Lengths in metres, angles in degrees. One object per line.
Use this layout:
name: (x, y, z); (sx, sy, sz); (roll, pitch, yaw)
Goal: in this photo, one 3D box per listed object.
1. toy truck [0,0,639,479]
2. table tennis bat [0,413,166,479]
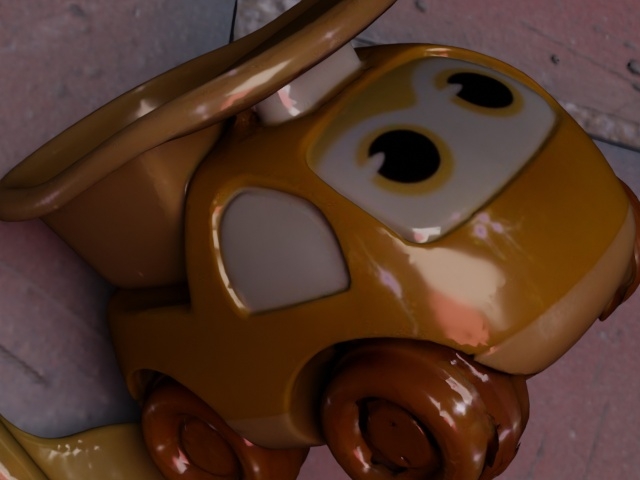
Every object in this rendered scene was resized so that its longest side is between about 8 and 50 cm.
toy truck: (0.000, 0.000, 0.762); (0.204, 0.288, 0.211); (-43, 110, -42)
table tennis bat: (-0.127, 0.152, 0.783); (0.198, 0.050, 0.321); (-43, 101, -24)
